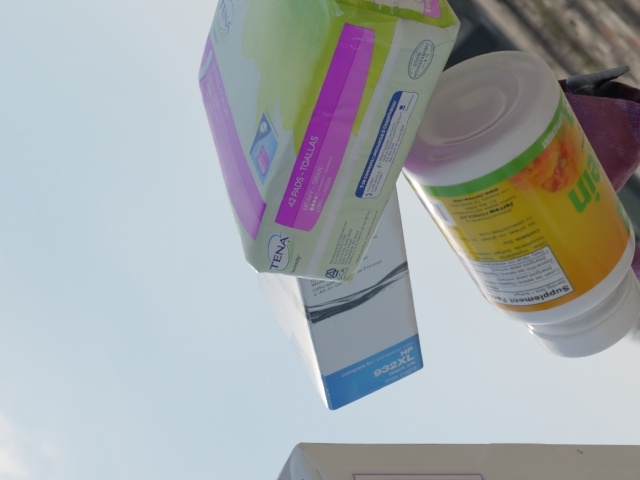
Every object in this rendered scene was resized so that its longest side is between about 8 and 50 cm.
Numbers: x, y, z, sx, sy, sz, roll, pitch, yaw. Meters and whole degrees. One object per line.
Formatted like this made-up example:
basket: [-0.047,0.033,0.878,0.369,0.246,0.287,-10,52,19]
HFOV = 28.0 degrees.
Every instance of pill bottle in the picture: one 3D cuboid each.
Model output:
pill bottle: [0.170,-0.019,1.034,0.246,0.136,0.136,54,-176,-34]

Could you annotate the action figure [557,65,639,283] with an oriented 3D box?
action figure: [0.320,-0.027,1.626,0.275,0.370,0.248,-16,-164,-35]

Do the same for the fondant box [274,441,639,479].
fondant box: [0.046,0.245,0.687,0.238,0.330,0.096,5,-140,-28]

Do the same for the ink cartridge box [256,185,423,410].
ink cartridge box: [0.000,0.000,1.423,0.307,0.129,0.223,78,166,-46]

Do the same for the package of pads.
package of pads: [-0.009,-0.147,0.981,0.101,0.229,0.296,7,-146,-21]
